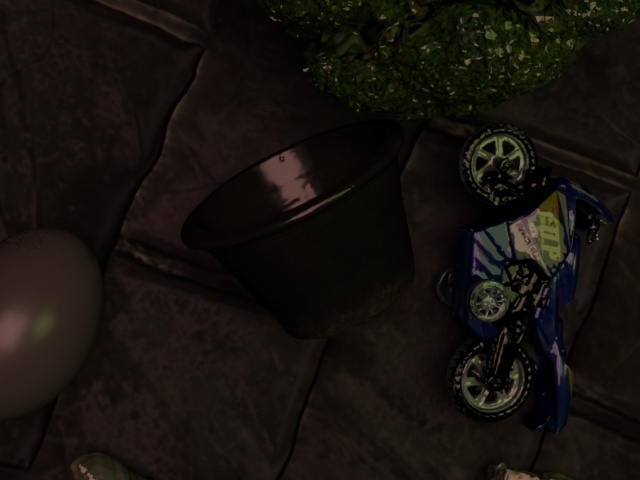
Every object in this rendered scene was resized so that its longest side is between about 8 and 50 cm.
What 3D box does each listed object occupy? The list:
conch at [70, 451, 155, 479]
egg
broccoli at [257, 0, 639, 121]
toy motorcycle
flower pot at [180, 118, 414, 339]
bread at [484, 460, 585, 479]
[{"bbox_3d":[-0.076,0.332,1.039,0.203,0.169,0.386,-40,92,-30],"label":"conch"},{"bbox_3d":[-0.288,0.079,1.042,0.146,0.146,0.199,35,78,-1],"label":"egg"},{"bbox_3d":[0.106,-0.266,1.002,0.413,0.321,0.310,0,93,-11],"label":"broccoli"},{"bbox_3d":[0.211,0.040,1.100,0.168,0.113,0.315,1,96,-13],"label":"toy motorcycle"},{"bbox_3d":[0.000,0.000,1.049,0.235,0.235,0.148,-28,107,-5],"label":"flower pot"},{"bbox_3d":[0.215,0.305,1.106,0.232,0.064,0.172,-34,89,-6],"label":"bread"}]
